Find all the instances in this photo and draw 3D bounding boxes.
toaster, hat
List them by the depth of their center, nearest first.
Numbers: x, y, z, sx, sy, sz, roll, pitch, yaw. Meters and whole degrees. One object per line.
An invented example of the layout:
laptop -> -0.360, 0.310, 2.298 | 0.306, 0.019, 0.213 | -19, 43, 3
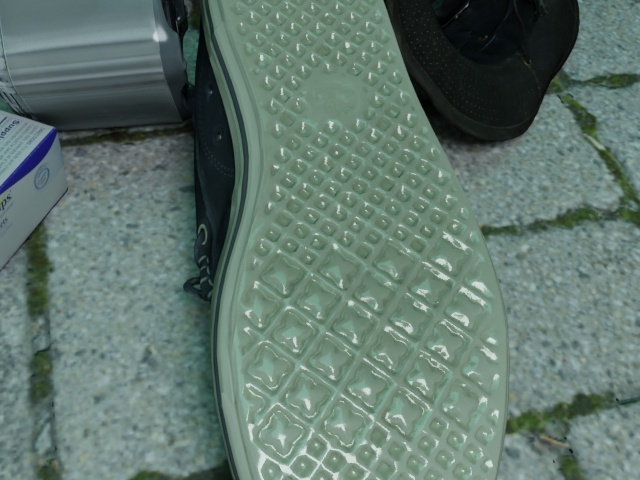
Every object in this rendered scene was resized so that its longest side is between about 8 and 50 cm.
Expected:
toaster -> -0.179, -0.160, 0.683 | 0.146, 0.227, 0.129 | -9, 87, -4
hat -> 0.113, -0.248, 0.786 | 0.133, 0.331, 0.331 | 3, 40, 40

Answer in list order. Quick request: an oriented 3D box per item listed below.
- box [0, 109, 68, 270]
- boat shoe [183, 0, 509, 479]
box -> -0.287, -0.043, 0.654 | 0.137, 0.072, 0.126 | 18, 49, 11
boat shoe -> 0.000, 0.000, 0.599 | 0.186, 0.156, 0.501 | -3, 61, -15
